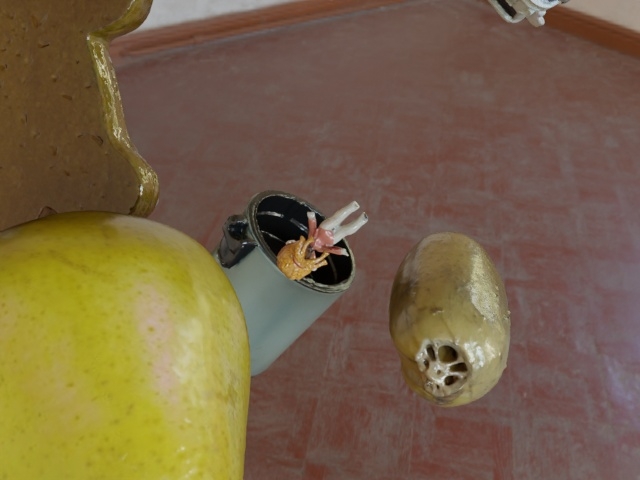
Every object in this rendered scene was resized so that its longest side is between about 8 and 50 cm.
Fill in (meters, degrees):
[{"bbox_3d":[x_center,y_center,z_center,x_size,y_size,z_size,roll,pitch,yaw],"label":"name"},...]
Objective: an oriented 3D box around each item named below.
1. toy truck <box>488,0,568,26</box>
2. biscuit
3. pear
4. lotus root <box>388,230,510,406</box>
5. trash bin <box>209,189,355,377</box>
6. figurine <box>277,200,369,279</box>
[{"bbox_3d":[0.327,-0.407,0.710,0.388,0.173,0.207,-37,5,3],"label":"toy truck"},{"bbox_3d":[-0.285,-0.211,0.687,0.283,0.431,0.064,-7,3,23],"label":"biscuit"},{"bbox_3d":[-0.170,0.131,0.513,0.285,0.285,0.336,-27,73,-31],"label":"pear"},{"bbox_3d":[0.176,0.081,0.876,0.152,0.169,0.342,-10,23,18],"label":"lotus root"},{"bbox_3d":[-0.100,0.078,1.125,0.277,0.262,0.217,13,42,-40],"label":"trash bin"},{"bbox_3d":[0.000,0.000,0.684,0.109,0.064,0.047,-37,10,14],"label":"figurine"}]
